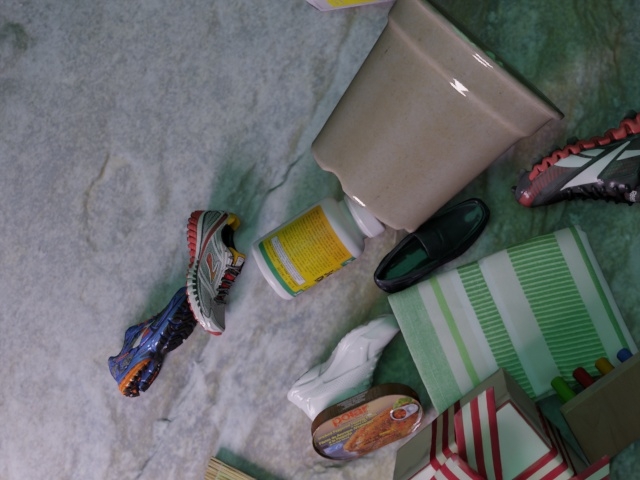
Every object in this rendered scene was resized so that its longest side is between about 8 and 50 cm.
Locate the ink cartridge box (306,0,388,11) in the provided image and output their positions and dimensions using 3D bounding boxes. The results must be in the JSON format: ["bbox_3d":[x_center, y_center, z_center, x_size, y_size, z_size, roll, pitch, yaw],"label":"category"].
[{"bbox_3d":[0.129,-0.566,1.942,0.307,0.072,0.304,1,77,33],"label":"ink cartridge box"}]

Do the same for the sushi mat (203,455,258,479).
[{"bbox_3d":[-0.078,0.494,1.848,0.316,0.019,0.151,23,85,20],"label":"sushi mat"}]

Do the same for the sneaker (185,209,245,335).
[{"bbox_3d":[-0.179,0.052,1.937,0.092,0.088,0.225,-5,77,15],"label":"sneaker"}]

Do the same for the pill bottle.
[{"bbox_3d":[0.000,0.000,1.876,0.208,0.117,0.118,-33,71,8],"label":"pill bottle"}]

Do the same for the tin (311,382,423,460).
[{"bbox_3d":[0.073,0.291,1.800,0.189,0.106,0.040,-25,41,11],"label":"tin"}]

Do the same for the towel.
[{"bbox_3d":[0.301,0.139,1.746,0.324,0.038,0.248,-23,81,8],"label":"towel"}]

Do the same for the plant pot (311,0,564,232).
[{"bbox_3d":[0.160,-0.194,1.784,0.334,0.334,0.305,47,106,20],"label":"plant pot"}]

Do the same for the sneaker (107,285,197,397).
[{"bbox_3d":[-0.298,0.165,1.956,0.087,0.083,0.221,38,89,26],"label":"sneaker"}]

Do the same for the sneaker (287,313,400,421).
[{"bbox_3d":[0.061,0.218,1.837,0.232,0.090,0.115,-45,76,14],"label":"sneaker"}]

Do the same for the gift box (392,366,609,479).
[{"bbox_3d":[0.260,0.335,1.600,0.255,0.258,0.276,44,101,0],"label":"gift box"}]

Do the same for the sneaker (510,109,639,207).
[{"bbox_3d":[0.443,-0.104,1.769,0.276,0.097,0.135,-25,70,10],"label":"sneaker"}]

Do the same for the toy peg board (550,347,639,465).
[{"bbox_3d":[0.433,0.234,1.682,0.160,0.161,0.079,-36,41,-1],"label":"toy peg board"}]

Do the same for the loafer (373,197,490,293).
[{"bbox_3d":[0.183,0.009,1.836,0.223,0.078,0.076,-38,74,7],"label":"loafer"}]
